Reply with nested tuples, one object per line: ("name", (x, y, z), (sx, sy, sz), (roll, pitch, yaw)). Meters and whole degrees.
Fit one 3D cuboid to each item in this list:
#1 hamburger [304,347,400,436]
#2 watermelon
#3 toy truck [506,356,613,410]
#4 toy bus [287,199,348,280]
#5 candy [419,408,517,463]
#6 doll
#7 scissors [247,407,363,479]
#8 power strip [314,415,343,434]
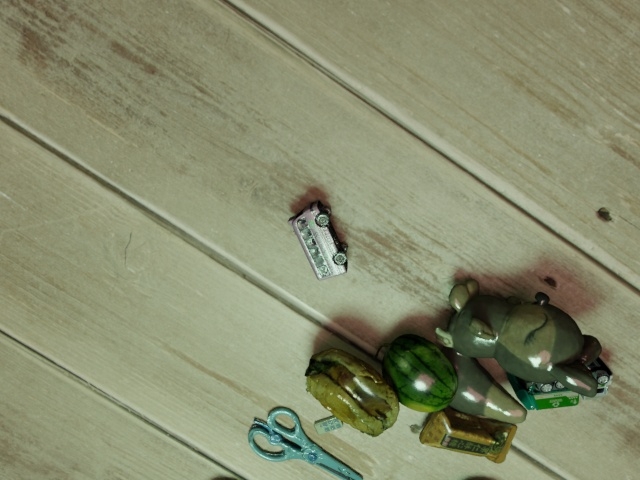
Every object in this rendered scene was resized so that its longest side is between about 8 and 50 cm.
("hamburger", (0.079, 0.401, 1.237), (0.265, 0.285, 0.134), (39, 67, -7))
("watermelon", (0.241, 0.361, 1.215), (0.232, 0.127, 0.204), (42, 131, 16))
("toy truck", (0.655, 0.388, 1.272), (0.253, 0.114, 0.124), (-7, 116, 4))
("toy bus", (0.000, 0.000, 1.221), (0.108, 0.096, 0.199), (-22, 104, 12))
("candy", (0.434, 0.560, 1.328), (0.271, 0.101, 0.143), (19, 109, -7))
("doll", (0.505, 0.302, 1.197), (0.382, 0.252, 0.378), (23, 130, 33))
("scissors", (-0.039, 0.650, 1.403), (0.393, 0.032, 0.180), (33, 103, -5))
("power strip", (0.024, 0.554, 1.385), (0.090, 0.016, 0.040), (-21, 101, 7))
